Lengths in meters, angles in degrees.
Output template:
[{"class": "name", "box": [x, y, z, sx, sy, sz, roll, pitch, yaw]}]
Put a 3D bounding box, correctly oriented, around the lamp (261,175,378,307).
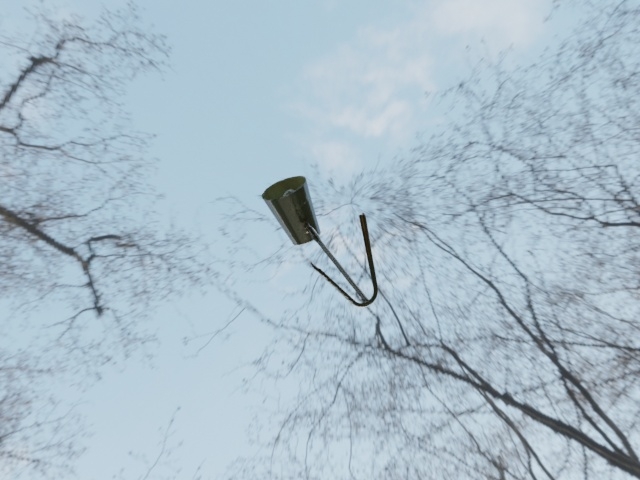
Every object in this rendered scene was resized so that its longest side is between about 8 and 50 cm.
[{"class": "lamp", "box": [0.000, 0.000, 0.676, 0.041, 0.121, 0.054, -28, -66, -9]}]
